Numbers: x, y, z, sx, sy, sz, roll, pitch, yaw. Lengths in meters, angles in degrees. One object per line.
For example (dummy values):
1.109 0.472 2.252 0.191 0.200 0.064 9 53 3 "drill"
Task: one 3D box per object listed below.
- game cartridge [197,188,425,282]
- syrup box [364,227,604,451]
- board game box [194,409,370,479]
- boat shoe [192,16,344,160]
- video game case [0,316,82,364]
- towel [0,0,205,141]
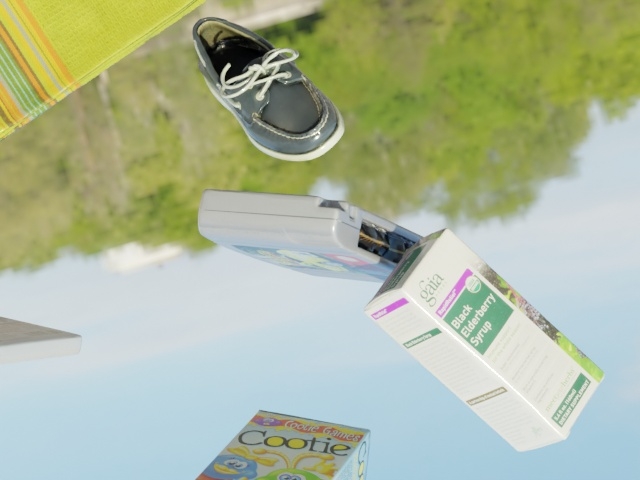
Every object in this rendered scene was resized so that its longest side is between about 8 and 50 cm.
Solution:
0.000 0.000 1.918 0.196 0.060 0.294 9 173 30 "game cartridge"
0.171 0.106 1.827 0.093 0.237 0.096 -52 -170 -28 "syrup box"
-0.052 0.311 1.945 0.142 0.144 0.275 9 -163 15 "board game box"
-0.062 -0.170 1.871 0.095 0.079 0.254 -35 -139 -5 "boat shoe"
-0.352 0.087 1.646 0.183 0.023 0.201 11 -175 21 "video game case"
-0.152 -0.156 1.087 0.237 0.102 0.021 -35 -176 -7 "towel"
